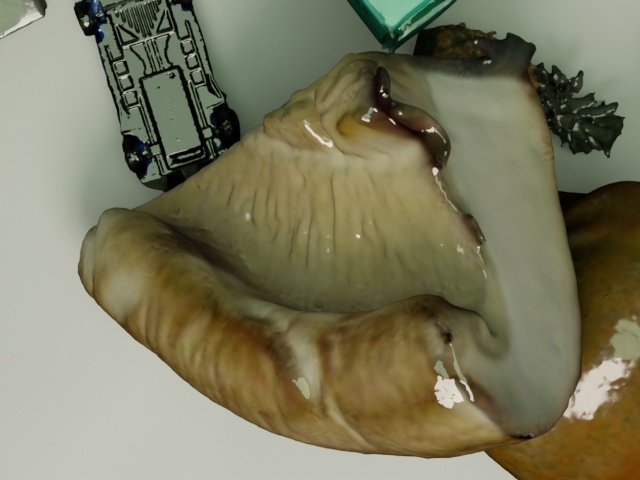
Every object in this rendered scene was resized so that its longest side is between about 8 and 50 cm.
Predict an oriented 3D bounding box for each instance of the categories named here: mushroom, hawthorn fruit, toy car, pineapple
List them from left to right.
[{"bbox_3d":[-0.137,-0.147,1.592,0.103,0.063,0.216,-18,96,-1],"label":"toy car"},{"bbox_3d":[-0.003,0.045,1.488,0.397,0.224,0.314,-22,75,37],"label":"mushroom"},{"bbox_3d":[0.167,-0.116,1.606,0.197,0.108,0.108,16,100,-16],"label":"pineapple"},{"bbox_3d":[0.247,0.104,1.578,0.268,0.268,0.301,-38,115,4],"label":"hawthorn fruit"}]

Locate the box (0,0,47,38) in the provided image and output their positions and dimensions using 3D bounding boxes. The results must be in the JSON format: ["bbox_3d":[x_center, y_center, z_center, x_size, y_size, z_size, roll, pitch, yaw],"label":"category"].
[{"bbox_3d":[-0.273,-0.202,1.574,0.084,0.060,0.063,-28,107,0],"label":"box"}]

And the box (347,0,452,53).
[{"bbox_3d":[0.007,-0.305,1.480,0.118,0.205,0.311,-37,91,4],"label":"box"}]
